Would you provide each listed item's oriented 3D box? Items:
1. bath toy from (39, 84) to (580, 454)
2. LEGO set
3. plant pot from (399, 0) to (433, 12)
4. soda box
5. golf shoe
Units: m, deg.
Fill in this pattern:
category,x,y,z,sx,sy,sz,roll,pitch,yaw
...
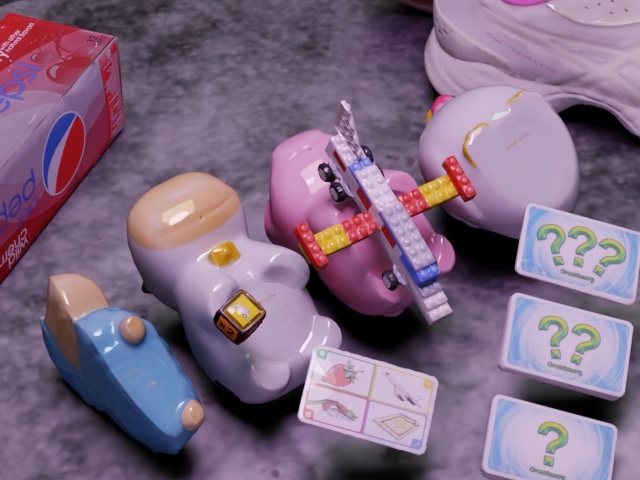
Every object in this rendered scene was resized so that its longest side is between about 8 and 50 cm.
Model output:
category,x,y,z,sx,sy,sz,roll,pitch,yaw
bath toy,0.000,0.000,1.209,0.348,0.129,0.151,-28,91,-22
LEGO set,0.068,0.033,1.111,0.244,0.060,0.182,16,64,-6
plant pot,0.116,-0.278,1.440,0.167,0.167,0.165,3,65,8
soda box,-0.231,-0.044,1.301,0.092,0.083,0.263,14,43,19
golf shoe,0.222,-0.147,1.342,0.306,0.140,0.115,7,40,10
